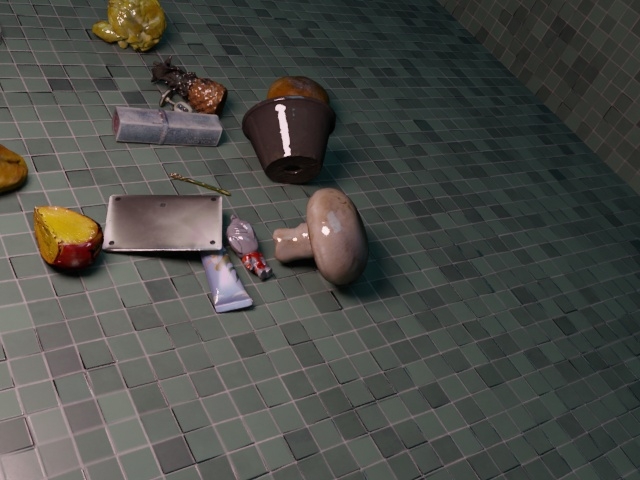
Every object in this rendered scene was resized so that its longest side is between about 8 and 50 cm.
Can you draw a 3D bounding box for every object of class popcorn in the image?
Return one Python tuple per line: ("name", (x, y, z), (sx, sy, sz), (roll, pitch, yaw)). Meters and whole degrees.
("popcorn", (-0.579, -0.663, 2.142), (0.197, 0.213, 0.198), (60, 10, -17))

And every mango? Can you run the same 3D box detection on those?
("mango", (-0.067, -0.437, 2.199), (0.193, 0.146, 0.316), (22, 26, -7))

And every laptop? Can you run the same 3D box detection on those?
("laptop", (-0.365, -0.043, 1.656), (0.269, 0.015, 0.187), (0, 46, -8))

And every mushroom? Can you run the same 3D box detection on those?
("mushroom", (0.000, 0.000, 1.737), (0.244, 0.243, 0.243), (15, 41, -14))

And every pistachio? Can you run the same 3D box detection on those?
("pistachio", (-0.739, -0.153, 1.555), (0.190, 0.100, 0.110), (-3, 45, -33))

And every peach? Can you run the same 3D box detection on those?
("peach", (-0.544, -0.001, 1.507), (0.172, 0.092, 0.127), (25, 33, 17))

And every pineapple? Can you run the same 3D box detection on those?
("pineapple", (-0.385, -0.449, 2.051), (0.237, 0.119, 0.111), (28, 27, 3))

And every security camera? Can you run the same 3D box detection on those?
("security camera", (-0.409, -0.383, 2.019), (0.092, 0.058, 0.058), (32, 40, 0))

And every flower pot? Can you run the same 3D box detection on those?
("flower pot", (-0.081, -0.261, 1.950), (0.269, 0.269, 0.166), (4, 68, -25))

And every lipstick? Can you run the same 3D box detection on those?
("lipstick", (-0.409, -0.305, 1.914), (0.290, 0.077, 0.076), (0, 46, -30))

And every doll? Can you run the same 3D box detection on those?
("doll", (-0.175, 0.015, 1.706), (0.094, 0.079, 0.180), (-9, 63, -54))

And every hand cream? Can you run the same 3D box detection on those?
("hand cream", (-0.238, 0.055, 1.649), (0.088, 0.055, 0.255), (-9, 57, -26))

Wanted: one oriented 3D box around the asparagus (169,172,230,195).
("asparagus", (-0.313, -0.147, 1.847), (0.166, 0.013, 0.016), (19, 30, -10))
